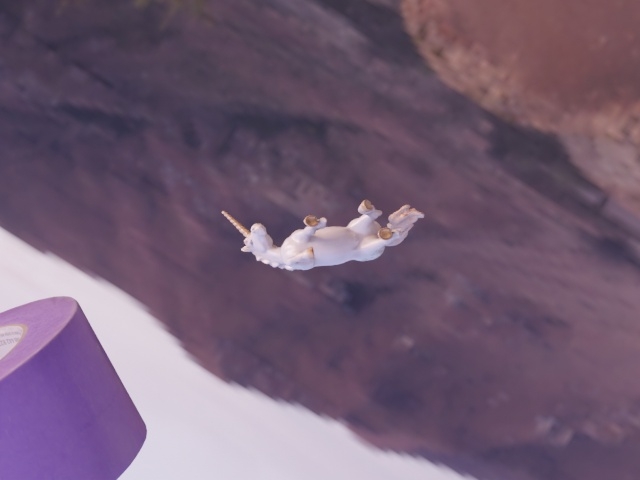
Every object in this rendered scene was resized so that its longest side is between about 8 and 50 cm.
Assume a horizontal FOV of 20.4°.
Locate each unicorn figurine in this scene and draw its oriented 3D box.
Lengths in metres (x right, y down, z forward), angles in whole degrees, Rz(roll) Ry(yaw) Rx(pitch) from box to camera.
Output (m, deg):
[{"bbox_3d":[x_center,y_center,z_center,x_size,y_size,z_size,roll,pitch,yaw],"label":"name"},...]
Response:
[{"bbox_3d":[0.000,0.000,1.515,0.162,0.060,0.111,6,167,-8],"label":"unicorn figurine"}]

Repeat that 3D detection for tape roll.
[{"bbox_3d":[-0.191,0.109,0.923,0.080,0.189,0.189,62,172,-13],"label":"tape roll"}]
